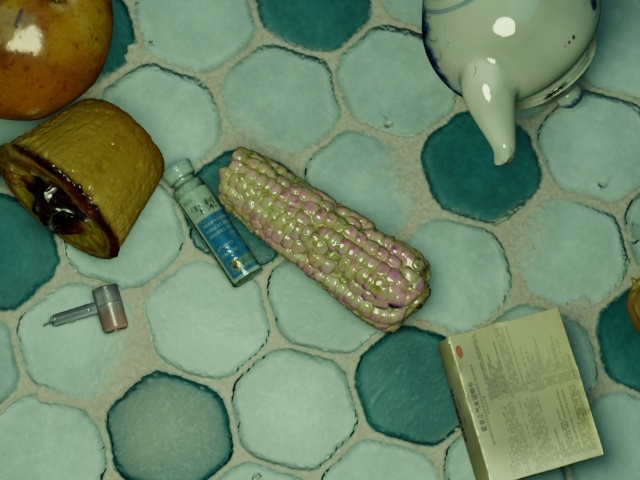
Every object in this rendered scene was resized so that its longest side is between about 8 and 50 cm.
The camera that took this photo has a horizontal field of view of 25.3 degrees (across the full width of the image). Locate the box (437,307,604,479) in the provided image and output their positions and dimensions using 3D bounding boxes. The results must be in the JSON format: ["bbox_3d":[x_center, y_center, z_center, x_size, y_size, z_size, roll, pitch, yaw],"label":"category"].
[{"bbox_3d":[0.270,0.217,1.947,0.168,0.095,0.212,-14,79,-9],"label":"box"}]

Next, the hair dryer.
[{"bbox_3d":[-0.327,0.105,1.958,0.114,0.037,0.063,-16,81,0],"label":"hair dryer"}]

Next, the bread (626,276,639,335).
[{"bbox_3d":[0.499,0.071,1.975,0.174,0.133,0.251,-53,130,-9],"label":"bread"}]

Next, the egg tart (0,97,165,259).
[{"bbox_3d":[-0.321,-0.089,1.918,0.215,0.215,0.171,37,66,4],"label":"egg tart"}]

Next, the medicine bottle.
[{"bbox_3d":[-0.152,-0.024,1.986,0.051,0.051,0.191,-32,83,-10],"label":"medicine bottle"}]

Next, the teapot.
[{"bbox_3d":[0.284,-0.287,1.991,0.280,0.252,0.424,46,51,-28],"label":"teapot"}]

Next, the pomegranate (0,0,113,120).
[{"bbox_3d":[-0.410,-0.289,1.925,0.264,0.264,0.264,1,78,-4],"label":"pomegranate"}]

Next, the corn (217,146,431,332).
[{"bbox_3d":[0.001,-0.002,1.960,0.335,0.126,0.126,34,78,4],"label":"corn"}]
